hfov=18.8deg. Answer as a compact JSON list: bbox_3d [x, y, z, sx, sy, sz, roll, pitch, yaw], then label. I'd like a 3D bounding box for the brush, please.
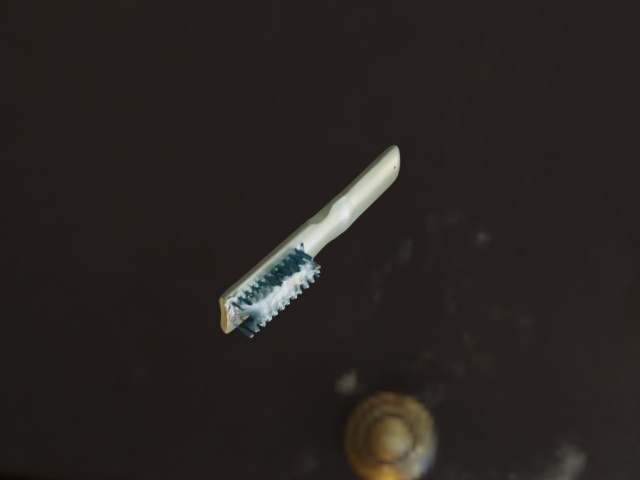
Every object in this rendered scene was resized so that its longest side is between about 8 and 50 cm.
[{"bbox_3d":[0.000,0.000,0.592,0.013,0.083,0.016,29,145,27],"label":"brush"}]
